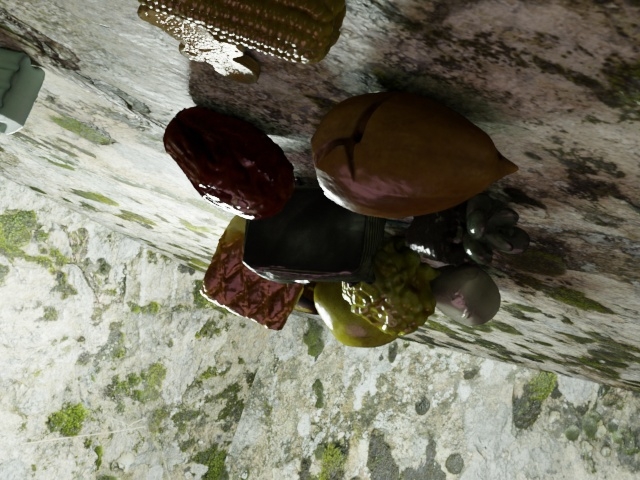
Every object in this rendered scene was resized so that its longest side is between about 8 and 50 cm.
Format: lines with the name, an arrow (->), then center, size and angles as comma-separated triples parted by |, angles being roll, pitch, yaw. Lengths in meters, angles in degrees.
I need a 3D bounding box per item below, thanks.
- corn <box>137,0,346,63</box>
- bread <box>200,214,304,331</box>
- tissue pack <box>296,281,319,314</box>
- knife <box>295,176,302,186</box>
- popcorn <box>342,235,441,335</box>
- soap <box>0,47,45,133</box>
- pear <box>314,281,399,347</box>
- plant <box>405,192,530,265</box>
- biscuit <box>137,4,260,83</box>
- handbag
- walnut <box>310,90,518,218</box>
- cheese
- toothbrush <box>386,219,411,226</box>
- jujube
corn -> -0.137, -0.330, 0.991 | 0.345, 0.131, 0.131 | 20, 167, 1
bread -> -0.170, 0.077, 2.275 | 0.279, 0.279, 0.207 | 28, -149, 1
tissue pack -> -0.101, 0.109, 2.608 | 0.210, 0.198, 0.370 | 17, 167, 22
knife -> -0.059, -0.122, 2.001 | 0.036, 0.018, 0.247 | 21, 165, 6
popcorn -> 0.183, 0.118, 2.052 | 0.258, 0.270, 0.224 | 1, 162, -30
soap -> -0.782, -0.350, 1.735 | 0.290, 0.172, 0.095 | 15, 167, 17
pear -> 0.145, 0.178, 2.340 | 0.304, 0.303, 0.304 | 18, 167, 4
plant -> 0.307, -0.021, 1.606 | 0.147, 0.149, 0.275 | 8, 176, -28
biscuit -> -0.187, -0.329, 1.279 | 0.153, 0.030, 0.234 | 8, 164, 44
handbag -> 0.000, 0.000, 1.881 | 0.341, 0.247, 0.240 | 0, 162, 20
walnut -> 0.149, -0.136, 1.246 | 0.337, 0.208, 0.209 | 5, 166, 3
cheese -> 0.396, 0.144, 2.124 | 0.189, 0.154, 0.198 | 46, 162, -19
toothbrush -> 0.206, -0.040, 1.953 | 0.167, 0.014, 0.011 | 11, 148, 34
jujube -> -0.188, -0.165, 1.630 | 0.290, 0.197, 0.197 | 35, 167, 0
